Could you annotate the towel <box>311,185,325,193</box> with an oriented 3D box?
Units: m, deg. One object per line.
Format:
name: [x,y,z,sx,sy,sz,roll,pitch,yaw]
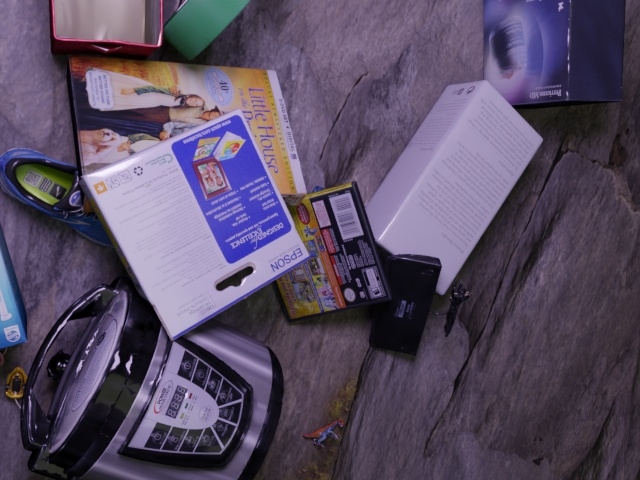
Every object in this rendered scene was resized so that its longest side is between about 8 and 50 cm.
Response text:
towel: [0.025,-0.073,1.523,0.119,0.029,0.067,30,84,-24]

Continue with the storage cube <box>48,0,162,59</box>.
storage cube: [-0.396,-0.442,1.199,0.183,0.193,0.215,-3,97,-23]

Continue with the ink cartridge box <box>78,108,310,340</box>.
ink cartridge box: [-0.210,-0.034,1.160,0.303,0.072,0.307,-30,104,-26]

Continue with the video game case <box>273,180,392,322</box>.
video game case: [0.001,0.030,1.448,0.248,0.035,0.275,-14,106,17]

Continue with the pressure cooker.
pressure cooker: [-0.329,0.293,1.235,0.420,0.370,0.375,30,111,-23]

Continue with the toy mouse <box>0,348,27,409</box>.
toy mouse: [-0.645,0.267,1.274,0.143,0.031,0.161,1,97,-24]

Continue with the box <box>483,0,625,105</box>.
box: [0.540,-0.464,1.549,0.182,0.296,0.294,-6,99,-23]

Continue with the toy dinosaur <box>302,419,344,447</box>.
toy dinosaur: [0.016,0.459,1.587,0.090,0.047,0.082,40,62,-13]

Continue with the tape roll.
tape roll: [-0.168,-0.481,1.223,0.077,0.321,0.321,41,80,-23]

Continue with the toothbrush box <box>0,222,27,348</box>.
toothbrush box: [-0.616,0.034,1.155,0.126,0.216,0.296,-14,103,-22]

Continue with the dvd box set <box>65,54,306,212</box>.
dvd box set: [-0.255,-0.205,1.271,0.420,0.062,0.308,-2,66,-27]

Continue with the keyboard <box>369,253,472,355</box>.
keyboard: [0.229,0.156,1.519,0.201,0.033,0.317,11,133,4]

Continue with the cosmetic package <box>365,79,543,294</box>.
cosmetic package: [0.298,-0.128,1.562,0.230,0.161,0.453,38,81,-23]

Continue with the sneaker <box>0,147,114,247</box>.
sneaker: [-0.451,-0.068,1.251,0.330,0.147,0.130,24,87,-25]
